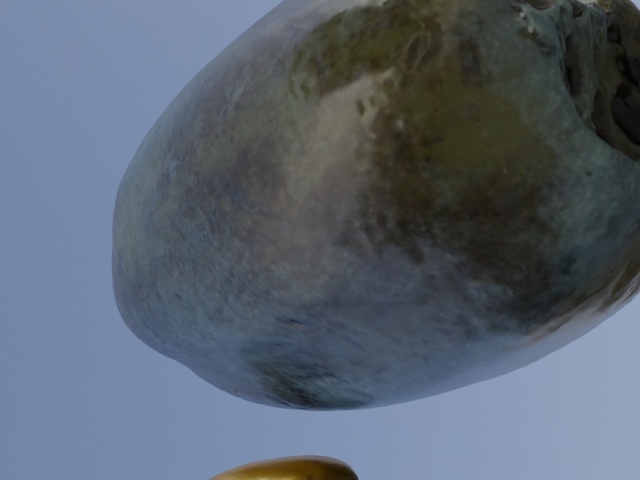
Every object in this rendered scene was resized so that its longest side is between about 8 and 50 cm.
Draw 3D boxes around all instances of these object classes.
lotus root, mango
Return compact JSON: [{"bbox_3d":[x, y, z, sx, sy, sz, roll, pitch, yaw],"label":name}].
[{"bbox_3d":[0.000,0.000,0.487,0.158,0.322,0.139,9,-111,-32],"label":"lotus root"},{"bbox_3d":[-0.020,0.115,0.526,0.060,0.089,0.046,25,-135,-41],"label":"mango"}]
